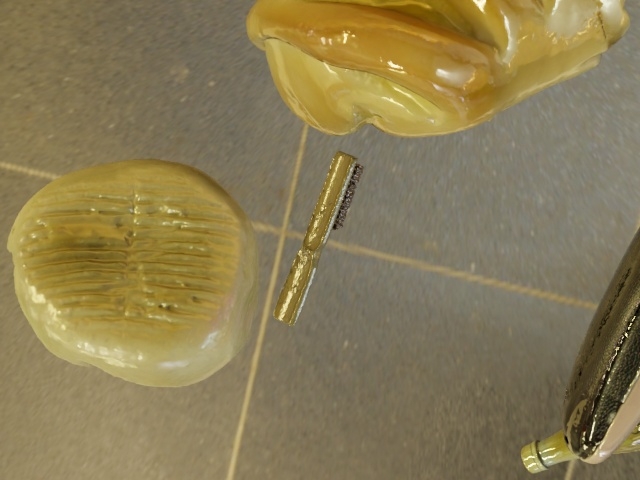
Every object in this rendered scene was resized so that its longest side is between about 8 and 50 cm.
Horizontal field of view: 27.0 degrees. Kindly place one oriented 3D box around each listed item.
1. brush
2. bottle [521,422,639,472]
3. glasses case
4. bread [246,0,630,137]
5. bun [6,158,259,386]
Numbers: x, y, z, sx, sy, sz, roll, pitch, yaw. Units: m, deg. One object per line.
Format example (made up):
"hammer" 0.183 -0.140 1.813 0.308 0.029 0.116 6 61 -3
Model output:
"brush" 0.000 0.000 1.821 0.036 0.043 0.248 17 95 -42
"bottle" 0.377 0.234 1.689 0.270 0.083 0.083 -29 98 25
"glasses case" 0.304 0.064 1.233 0.075 0.122 0.314 22 108 -2
"bread" 0.073 -0.212 1.164 0.270 0.316 0.211 -25 109 -16
"bun" -0.145 0.031 1.041 0.193 0.128 0.178 4 65 -2
